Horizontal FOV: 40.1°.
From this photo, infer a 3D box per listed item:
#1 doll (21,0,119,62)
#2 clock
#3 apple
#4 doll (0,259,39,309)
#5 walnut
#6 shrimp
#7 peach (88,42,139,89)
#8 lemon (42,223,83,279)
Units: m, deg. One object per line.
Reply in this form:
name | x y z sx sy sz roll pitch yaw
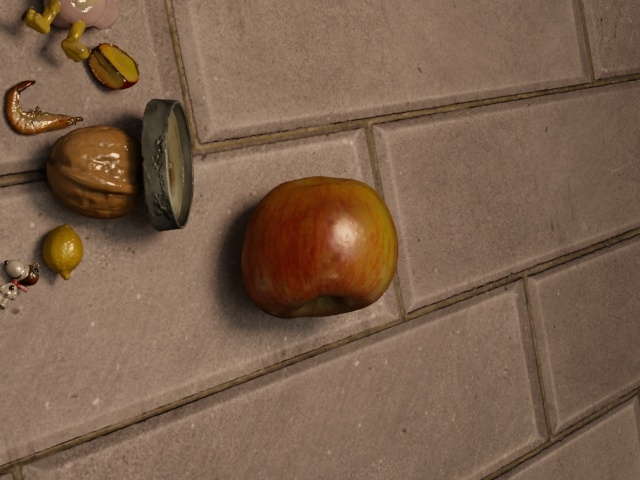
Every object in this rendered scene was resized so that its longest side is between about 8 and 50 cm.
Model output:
doll | -0.373 -0.474 1.467 0.160 0.094 0.365 38 65 -35
clock | -0.256 -0.127 1.479 0.049 0.226 0.226 -1 87 2
apple | 0.000 0.000 1.632 0.301 0.301 0.302 3 86 -39
doll | -0.480 0.070 1.384 0.058 0.040 0.085 21 70 -24
walnut | -0.360 -0.111 1.427 0.166 0.149 0.167 -8 113 -20
shrimp | -0.450 -0.216 1.432 0.127 0.025 0.091 0 87 -37
peach | -0.356 -0.294 1.496 0.083 0.050 0.077 19 52 -47
lemon | -0.417 0.019 1.422 0.065 0.065 0.092 1 85 -39
